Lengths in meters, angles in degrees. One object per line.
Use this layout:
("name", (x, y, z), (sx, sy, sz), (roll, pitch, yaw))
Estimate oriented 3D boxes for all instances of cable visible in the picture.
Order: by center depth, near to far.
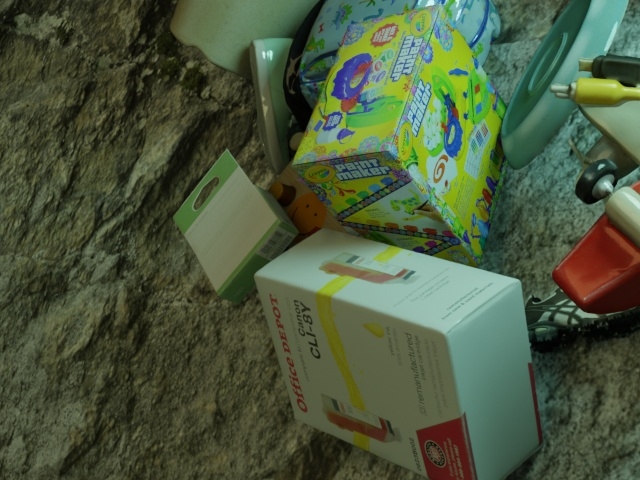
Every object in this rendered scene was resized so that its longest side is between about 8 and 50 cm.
("cable", (0.440, -0.187, 1.421), (0.287, 0.139, 0.072), (15, 112, 29))

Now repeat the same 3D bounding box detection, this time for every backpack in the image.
("backpack", (0.127, -0.349, 1.933), (0.356, 0.273, 0.290), (7, 55, 31))

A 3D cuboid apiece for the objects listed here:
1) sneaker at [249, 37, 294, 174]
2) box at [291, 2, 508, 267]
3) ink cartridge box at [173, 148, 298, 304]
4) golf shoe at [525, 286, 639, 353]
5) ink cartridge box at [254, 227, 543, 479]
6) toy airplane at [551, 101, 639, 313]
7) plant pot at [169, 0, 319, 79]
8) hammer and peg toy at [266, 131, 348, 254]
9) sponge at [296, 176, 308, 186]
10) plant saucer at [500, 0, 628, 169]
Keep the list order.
("sneaker", (-0.042, -0.254, 2.130), (0.094, 0.151, 0.255), (-146, 49, -72))
("box", (0.139, -0.148, 1.725), (0.177, 0.279, 0.290), (-6, 50, 36))
("ink cartridge box", (-0.151, -0.027, 1.966), (0.171, 0.056, 0.235), (-50, 42, 14))
("golf shoe", (0.366, 0.096, 1.599), (0.198, 0.077, 0.093), (-15, 60, 36))
("ink cartridge box", (0.107, 0.167, 1.640), (0.160, 0.279, 0.385), (-32, 31, -33))
("toy airplane", (0.500, -0.041, 1.447), (0.385, 0.272, 0.386), (6, 53, 11))
("plant pot", (-0.128, -0.490, 2.195), (0.334, 0.334, 0.305), (48, 115, 44))
("hammer and peg toy", (0.000, 0.000, 1.941), (0.266, 0.127, 0.361), (-50, 45, 12))
("sponge", (0.070, -0.117, 1.875), (0.117, 0.210, 0.031), (30, 125, 25))
("plant saucer", (0.348, -0.252, 1.674), (0.317, 0.044, 0.317), (-61, 4, 7))
